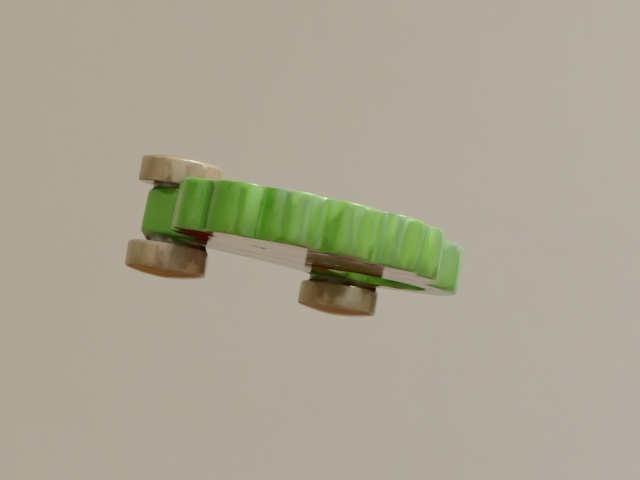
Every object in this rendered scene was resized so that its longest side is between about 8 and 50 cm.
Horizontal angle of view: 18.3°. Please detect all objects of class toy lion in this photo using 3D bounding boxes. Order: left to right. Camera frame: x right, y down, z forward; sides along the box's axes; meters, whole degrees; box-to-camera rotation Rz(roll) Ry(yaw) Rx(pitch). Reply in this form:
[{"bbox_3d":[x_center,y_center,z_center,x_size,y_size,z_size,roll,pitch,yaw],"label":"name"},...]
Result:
[{"bbox_3d":[0.000,0.000,0.537,0.100,0.096,0.034,14,-96,-38],"label":"toy lion"}]
